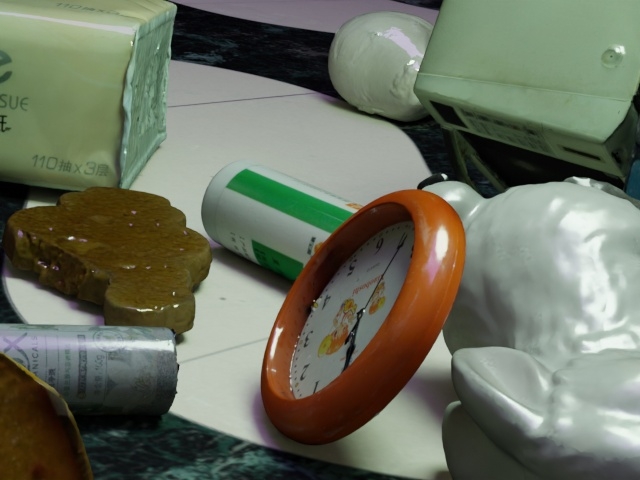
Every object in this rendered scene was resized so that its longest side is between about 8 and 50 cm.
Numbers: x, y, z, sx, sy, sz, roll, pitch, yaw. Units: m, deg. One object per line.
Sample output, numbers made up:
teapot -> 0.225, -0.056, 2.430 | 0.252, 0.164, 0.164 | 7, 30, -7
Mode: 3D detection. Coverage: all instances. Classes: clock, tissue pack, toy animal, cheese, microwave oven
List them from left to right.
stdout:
tissue pack -> -0.382, -0.196, 1.602 | 0.405, 0.205, 0.332 | 9, 13, -1
clock -> 0.031, 0.054, 1.033 | 0.051, 0.205, 0.205 | 33, 8, -22
cheese -> 0.104, -0.264, 2.131 | 0.189, 0.154, 0.198 | 9, 17, 21
toy animal -> 0.180, 0.087, 1.028 | 0.258, 0.194, 0.357 | 14, 24, -2
microwave oven -> 0.309, -0.169, 1.451 | 0.247, 0.333, 0.394 | 13, -13, 32

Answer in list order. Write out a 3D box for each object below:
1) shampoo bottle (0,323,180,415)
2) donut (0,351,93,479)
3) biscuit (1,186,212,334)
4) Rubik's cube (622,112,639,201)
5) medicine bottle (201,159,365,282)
shampoo bottle -> -0.209, 0.091, 1.003 | 0.214, 0.072, 0.072 | 2, 18, -18
donut -> -0.241, 0.111, 0.783 | 0.259, 0.152, 0.101 | 4, 11, -21
biscuit -> -0.183, 0.018, 1.283 | 0.183, 0.047, 0.320 | -3, 20, -25
Rubik's cube -> 0.442, 0.013, 1.170 | 0.304, 0.305, 0.301 | 3, 17, -22
medicine bottle -> 0.000, 0.000, 1.342 | 0.095, 0.095, 0.260 | -8, 23, -42
